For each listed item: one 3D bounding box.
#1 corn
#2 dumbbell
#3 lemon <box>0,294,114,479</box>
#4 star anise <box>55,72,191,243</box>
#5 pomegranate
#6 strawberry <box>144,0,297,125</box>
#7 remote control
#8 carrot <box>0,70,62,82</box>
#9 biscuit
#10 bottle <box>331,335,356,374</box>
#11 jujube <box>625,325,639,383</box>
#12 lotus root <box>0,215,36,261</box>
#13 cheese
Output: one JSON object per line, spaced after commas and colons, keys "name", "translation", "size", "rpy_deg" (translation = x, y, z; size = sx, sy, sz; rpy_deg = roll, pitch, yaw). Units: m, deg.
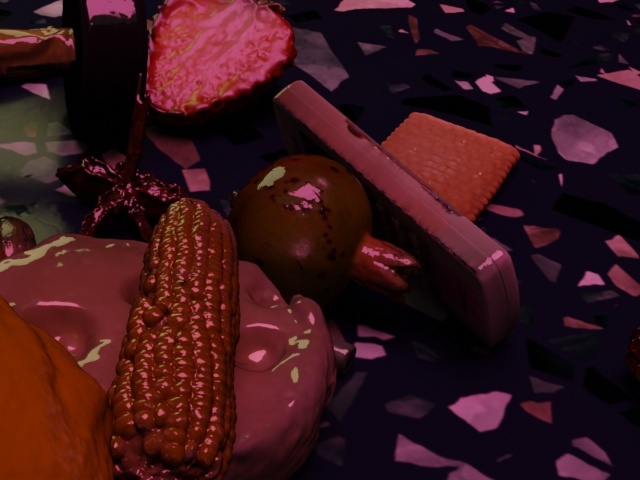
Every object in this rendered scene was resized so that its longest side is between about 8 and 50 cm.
{"name": "corn", "translation": [-0.105, 0.077, 0.860], "size": [0.097, 0.097, 0.319], "rpy_deg": [7, 36, -6]}
{"name": "dumbbell", "translation": [-0.373, -0.220, 1.307], "size": [0.323, 0.203, 0.203], "rpy_deg": [-2, 37, -19]}
{"name": "lemon", "translation": [-0.288, 0.169, 0.676], "size": [0.348, 0.347, 0.348], "rpy_deg": [7, 35, -5]}
{"name": "star anise", "translation": [-0.202, -0.076, 1.208], "size": [0.158, 0.144, 0.140], "rpy_deg": [-8, 47, -27]}
{"name": "pomegranate", "translation": [0.000, 0.000, 1.136], "size": [0.205, 0.159, 0.159], "rpy_deg": [23, 36, 11]}
{"name": "strawberry", "translation": [-0.144, -0.219, 1.471], "size": [0.190, 0.111, 0.236], "rpy_deg": [30, 61, 9]}
{"name": "remote control", "translation": [0.076, -0.031, 1.198], "size": [0.050, 0.145, 0.344], "rpy_deg": [-37, 55, -13]}
{"name": "carrot", "translation": [-0.380, -0.220, 1.458], "size": [0.190, 0.037, 0.037], "rpy_deg": [-12, 40, -35]}
{"name": "biscuit", "translation": [0.138, -0.079, 1.396], "size": [0.160, 0.030, 0.249], "rpy_deg": [22, 36, 15]}
{"name": "bottle", "translation": [-0.008, 0.100, 1.101], "size": [0.083, 0.030, 0.030], "rpy_deg": [22, 36, 17]}
{"name": "jujube", "translation": [0.399, 0.129, 1.066], "size": [0.168, 0.168, 0.236], "rpy_deg": [-15, 25, -32]}
{"name": "lotus root", "translation": [-0.311, 0.005, 1.139], "size": [0.054, 0.049, 0.099], "rpy_deg": [-2, 31, -15]}
{"name": "cheese", "translation": [-0.150, 0.108, 0.977], "size": [0.318, 0.115, 0.326], "rpy_deg": [-19, 45, -35]}
